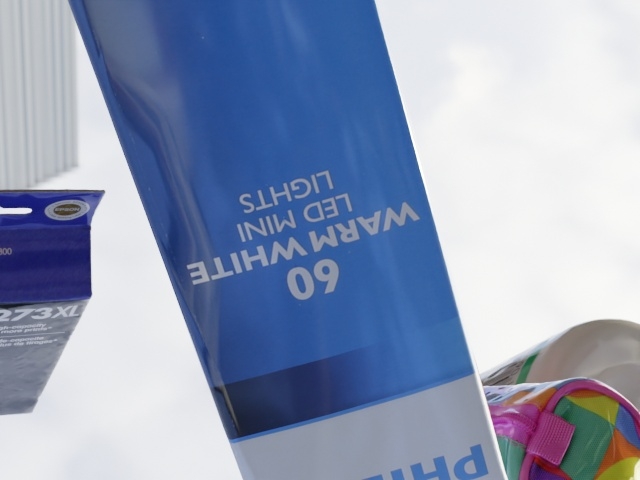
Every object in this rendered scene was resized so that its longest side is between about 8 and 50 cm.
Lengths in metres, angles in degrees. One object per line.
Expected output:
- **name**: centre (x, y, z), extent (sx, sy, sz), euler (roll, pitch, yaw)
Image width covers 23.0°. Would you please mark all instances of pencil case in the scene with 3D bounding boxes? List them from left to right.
- **pencil case**: centre (0.084, 0.131, 0.910), extent (0.104, 0.104, 0.236), euler (-23, -175, -33)

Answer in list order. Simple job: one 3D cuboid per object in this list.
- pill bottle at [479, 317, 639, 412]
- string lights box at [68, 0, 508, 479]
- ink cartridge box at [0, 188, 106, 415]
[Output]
- **pill bottle**: centre (0.124, 0.210, 1.163), extent (0.204, 0.361, 0.204), euler (16, -122, -29)
- **string lights box**: centre (-0.022, -0.056, 0.452), extent (0.077, 0.259, 0.133), euler (-17, -153, 2)
- **ink cartridge box**: centre (-0.300, 0.064, 1.331), extent (0.176, 0.371, 0.069), euler (-2, -117, -21)
